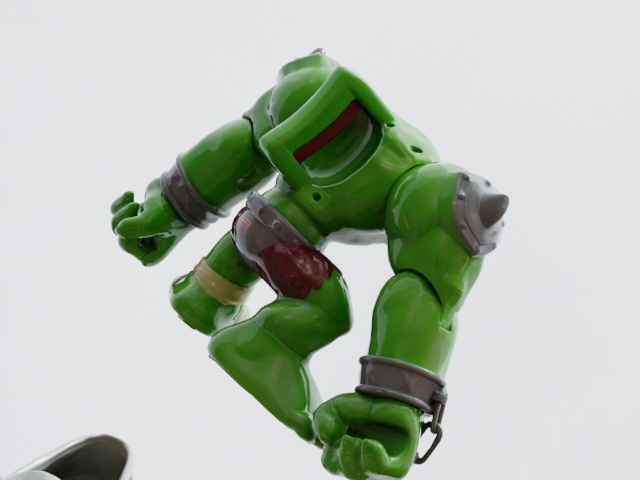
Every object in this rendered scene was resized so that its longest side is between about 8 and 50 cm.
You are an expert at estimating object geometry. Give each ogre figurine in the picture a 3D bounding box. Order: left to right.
[{"bbox_3d":[0.000,0.000,0.718,0.097,0.197,0.118,36,-85,-24],"label":"ogre figurine"}]

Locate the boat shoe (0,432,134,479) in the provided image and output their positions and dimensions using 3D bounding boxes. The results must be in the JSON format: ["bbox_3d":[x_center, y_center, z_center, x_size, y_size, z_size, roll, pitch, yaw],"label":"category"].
[{"bbox_3d":[-0.139,0.138,0.840,0.083,0.226,0.076,19,-79,3],"label":"boat shoe"}]
